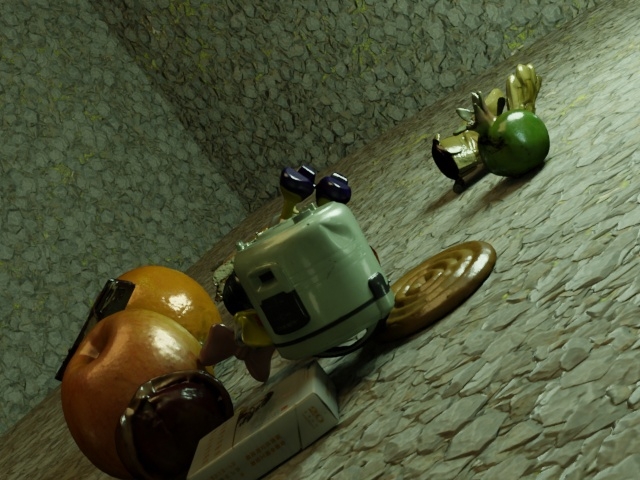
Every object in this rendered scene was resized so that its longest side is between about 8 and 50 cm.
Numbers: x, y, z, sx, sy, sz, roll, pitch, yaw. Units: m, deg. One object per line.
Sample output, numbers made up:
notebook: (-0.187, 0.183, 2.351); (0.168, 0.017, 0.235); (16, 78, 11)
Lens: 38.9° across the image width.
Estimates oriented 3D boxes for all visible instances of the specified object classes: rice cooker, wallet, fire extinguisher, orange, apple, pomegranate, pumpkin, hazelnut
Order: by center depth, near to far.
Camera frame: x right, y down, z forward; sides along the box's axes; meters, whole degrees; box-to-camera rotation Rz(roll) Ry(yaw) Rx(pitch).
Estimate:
rice cooker: (-0.010, 0.074, 1.450); (0.226, 0.244, 0.226); (-28, 8, 5)
hazelnut: (-0.245, 0.315, 1.507); (0.160, 0.170, 0.201); (-61, 0, 44)
apple: (-0.349, 0.284, 1.720); (0.299, 0.275, 0.299); (-33, 16, 10)
pomegranate: (0.359, -0.210, 1.809); (0.131, 0.191, 0.152); (-60, 17, -24)
wallet: (-0.448, 0.185, 1.833); (0.232, 0.031, 0.122); (-62, -13, -1)
orange: (-0.369, 0.212, 2.028); (0.312, 0.312, 0.312); (-35, 9, 7)
fire extinguisher: (0.317, -0.131, 2.069); (0.083, 0.022, 0.028); (-57, -14, -67)
pumpkin: (-0.160, 0.110, 2.278); (0.202, 0.140, 0.202); (-52, 6, 8)

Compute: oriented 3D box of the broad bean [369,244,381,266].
broad bean: (0.052, 0.077, 1.730); (0.122, 0.156, 0.228); (5, 1, -3)

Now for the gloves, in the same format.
gloves: (0.400, -0.264, 2.070); (0.331, 0.141, 0.154); (-40, -4, -12)

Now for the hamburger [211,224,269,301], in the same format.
hamburger: (-0.153, 0.052, 2.485); (0.282, 0.155, 0.245); (-37, 5, 20)

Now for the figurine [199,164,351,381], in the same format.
figurine: (-0.079, 0.058, 1.649); (0.420, 0.154, 0.193); (-69, 18, 0)

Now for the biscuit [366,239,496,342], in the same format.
biscuit: (0.179, 0.079, 1.514); (0.262, 0.037, 0.262); (-36, 10, 7)

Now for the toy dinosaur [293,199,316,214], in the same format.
toy dinosaur: (0.002, 0.003, 2.315); (0.177, 0.152, 0.194); (-38, 50, -5)

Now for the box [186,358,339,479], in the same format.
box: (-0.083, 0.286, 1.358); (0.233, 0.067, 0.149); (-36, 11, 7)
